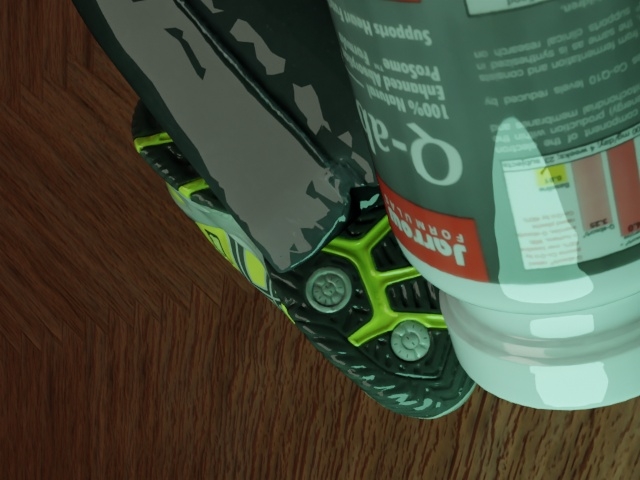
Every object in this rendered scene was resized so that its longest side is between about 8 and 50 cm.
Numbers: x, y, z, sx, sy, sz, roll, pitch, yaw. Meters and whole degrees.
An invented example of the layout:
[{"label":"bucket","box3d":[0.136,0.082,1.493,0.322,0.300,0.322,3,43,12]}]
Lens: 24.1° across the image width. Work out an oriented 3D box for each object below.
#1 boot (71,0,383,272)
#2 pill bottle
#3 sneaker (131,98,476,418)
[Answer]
[{"label":"boot","box3d":[-0.036,-0.248,1.123,0.367,0.146,0.445,-41,84,27]},{"label":"pill bottle","box3d":[0.125,-0.089,0.870,0.210,0.210,0.363,25,142,45]},{"label":"sneaker","box3d":[0.000,0.000,1.293,0.384,0.145,0.147,48,174,21]}]
